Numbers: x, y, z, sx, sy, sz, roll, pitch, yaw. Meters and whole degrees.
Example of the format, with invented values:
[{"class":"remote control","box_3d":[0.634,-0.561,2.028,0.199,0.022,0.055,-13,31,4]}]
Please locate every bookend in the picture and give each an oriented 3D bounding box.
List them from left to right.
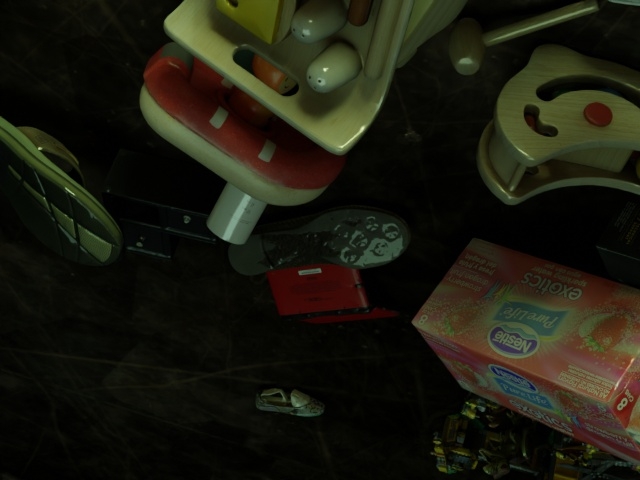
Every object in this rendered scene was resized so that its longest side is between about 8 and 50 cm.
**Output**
[{"class":"bookend","box_3d":[-0.188,-0.028,1.582,0.156,0.072,0.157,13,146,6]}]

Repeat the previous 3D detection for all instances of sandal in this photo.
[{"class":"sandal","box_3d":[-0.350,-0.093,1.526,0.303,0.086,0.120,44,139,5]}]

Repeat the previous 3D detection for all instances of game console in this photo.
[{"class":"game console","box_3d":[0.017,0.067,1.677,0.144,0.085,0.124,-8,107,31]}]

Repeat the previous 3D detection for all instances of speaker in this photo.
[{"class":"speaker","box_3d":[-0.081,-0.063,1.445,0.055,0.055,0.136,25,112,-11]}]

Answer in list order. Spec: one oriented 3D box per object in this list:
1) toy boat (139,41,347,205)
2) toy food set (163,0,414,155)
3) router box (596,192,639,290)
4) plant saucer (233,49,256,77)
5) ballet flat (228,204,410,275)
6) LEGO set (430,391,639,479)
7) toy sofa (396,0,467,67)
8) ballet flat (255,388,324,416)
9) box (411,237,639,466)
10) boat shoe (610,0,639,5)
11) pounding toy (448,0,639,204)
[{"class":"toy boat","box_3d":[-0.065,-0.146,1.300,0.231,0.151,0.151,34,111,-16]},{"class":"toy food set","box_3d":[-0.033,-0.235,1.004,0.219,0.092,0.306,36,142,17]},{"class":"router box","box_3d":[0.463,0.091,1.368,0.243,0.081,0.309,20,158,38]},{"class":"plant saucer","box_3d":[-0.064,-0.220,1.311,0.067,0.018,0.192,22,146,-6]},{"class":"ballet flat","box_3d":[0.000,0.000,1.562,0.249,0.058,0.084,-10,102,26]},{"class":"LEGO set","box_3d":[0.280,0.314,1.747,0.255,0.192,0.331,20,145,-4]},{"class":"toy sofa","box_3d":[0.085,-0.297,1.054,0.150,0.177,0.362,44,144,5]},{"class":"ballet flat","box_3d":[-0.051,0.251,1.941,0.114,0.041,0.041,3,143,18]},{"class":"box","box_3d":[0.275,0.124,1.433,0.300,0.142,0.154,20,156,47]},{"class":"boat shoe","box_3d":[0.330,-0.233,1.086,0.184,0.066,0.063,-2,155,22]},{"class":"pounding toy","box_3d":[0.245,-0.125,1.187,0.269,0.154,0.155,17,146,0]}]
